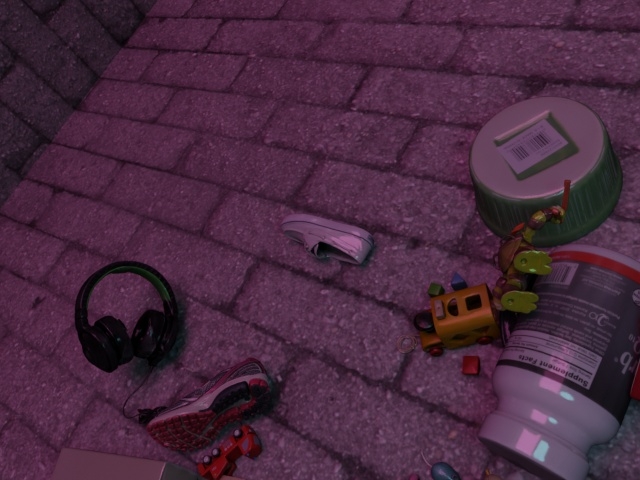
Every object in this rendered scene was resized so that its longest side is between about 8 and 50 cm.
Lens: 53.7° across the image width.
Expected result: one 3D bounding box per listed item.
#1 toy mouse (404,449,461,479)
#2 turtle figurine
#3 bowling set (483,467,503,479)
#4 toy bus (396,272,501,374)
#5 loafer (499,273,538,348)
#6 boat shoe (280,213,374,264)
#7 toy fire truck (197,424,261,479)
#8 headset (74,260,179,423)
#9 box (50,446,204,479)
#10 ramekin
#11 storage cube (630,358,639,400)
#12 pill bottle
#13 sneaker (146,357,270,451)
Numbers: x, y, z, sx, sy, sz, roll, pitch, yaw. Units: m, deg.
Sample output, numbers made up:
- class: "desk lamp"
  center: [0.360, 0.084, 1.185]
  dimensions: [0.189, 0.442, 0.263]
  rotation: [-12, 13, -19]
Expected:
- class: "toy mouse"
  center: [0.195, 0.444, 1.139]
  dimensions: [0.161, 0.031, 0.143]
  rotation: [-20, 51, 18]
- class: "turtle figurine"
  center: [0.349, 0.021, 1.086]
  dimensions: [0.087, 0.217, 0.270]
  rotation: [30, 112, 5]
- class: "bowling set"
  center: [0.354, 0.471, 0.929]
  dimensions: [0.199, 0.154, 0.287]
  rotation: [-16, 65, 12]
- class: "toy bus"
  center: [0.255, 0.155, 1.251]
  dimensions: [0.191, 0.104, 0.202]
  rotation: [28, 75, 40]
- class: "loafer"
  center: [0.390, 0.127, 1.209]
  dimensions: [0.078, 0.076, 0.223]
  rotation: [-11, 51, 35]
- class: "boat shoe"
  center: [0.000, 0.000, 1.511]
  dimensions: [0.258, 0.095, 0.084]
  rotation: [9, 60, 36]
- class: "toy fire truck"
  center: [-0.191, 0.496, 1.318]
  dimensions: [0.192, 0.047, 0.135]
  rotation: [-41, 49, -1]
- class: "headset"
  center: [-0.445, 0.240, 1.523]
  dimensions: [0.185, 0.243, 0.394]
  rotation: [-19, 78, 51]
- class: "box"
  center: [-0.424, 0.535, 1.364]
  dimensions: [0.311, 0.148, 0.121]
  rotation: [-5, 58, 29]
- class: "ramekin"
  center: [0.456, -0.153, 1.312]
  dimensions: [0.303, 0.148, 0.304]
  rotation: [-15, 53, 21]
- class: "storage cube"
  center: [0.606, 0.165, 0.944]
  dimensions: [0.193, 0.183, 0.215]
  rotation: [17, 103, 37]
- class: "pill bottle"
  center: [0.415, 0.206, 1.054]
  dimensions: [0.210, 0.210, 0.363]
  rotation: [18, 70, 37]
- class: "sneaker"
  center: [-0.245, 0.368, 1.403]
  dimensions: [0.299, 0.121, 0.112]
  rotation: [-26, 32, 6]
